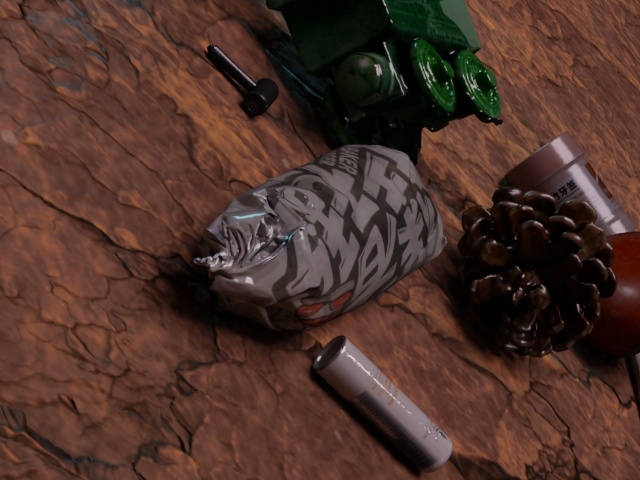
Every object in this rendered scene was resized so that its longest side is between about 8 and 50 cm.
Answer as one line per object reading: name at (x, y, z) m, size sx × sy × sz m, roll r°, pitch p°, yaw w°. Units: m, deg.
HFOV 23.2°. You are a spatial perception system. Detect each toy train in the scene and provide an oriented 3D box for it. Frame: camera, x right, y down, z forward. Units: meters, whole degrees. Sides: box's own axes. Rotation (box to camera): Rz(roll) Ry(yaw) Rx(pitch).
toy train at (0.080, -0.192, 1.651) m, size 0.266 × 0.145 × 0.202 m, roll -2°, pitch 69°, yaw -61°

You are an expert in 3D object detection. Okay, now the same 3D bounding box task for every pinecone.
pinecone at (0.223, 0.032, 1.620) m, size 0.179 × 0.150 × 0.195 m, roll 54°, pitch 27°, yaw -10°

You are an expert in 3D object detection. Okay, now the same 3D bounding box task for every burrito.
burrito at (0.000, 0.000, 1.339) m, size 0.139 × 0.101 × 0.445 m, roll 59°, pitch 23°, yaw 2°

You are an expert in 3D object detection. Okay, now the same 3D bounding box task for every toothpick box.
toothpick box at (0.310, -0.048, 1.929) m, size 0.149 × 0.098 × 0.098 m, roll 55°, pitch 25°, yaw 4°

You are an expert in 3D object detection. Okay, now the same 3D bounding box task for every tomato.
tomato at (0.371, 0.062, 1.820) m, size 0.167 × 0.167 × 0.167 m, roll 39°, pitch 28°, yaw -26°

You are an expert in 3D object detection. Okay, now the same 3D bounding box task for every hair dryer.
hair dryer at (-0.078, -0.159, 1.506) m, size 0.083 × 0.026 × 0.047 m, roll 45°, pitch 25°, yaw -7°

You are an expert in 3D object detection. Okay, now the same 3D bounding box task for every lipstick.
lipstick at (0.054, 0.140, 1.315) m, size 0.141 × 0.040 × 0.040 m, roll 45°, pitch 26°, yaw -17°

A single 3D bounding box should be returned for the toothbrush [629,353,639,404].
toothbrush at (0.388, 0.160, 1.867) m, size 0.025 × 0.029 × 0.307 m, roll 34°, pitch 29°, yaw -19°
